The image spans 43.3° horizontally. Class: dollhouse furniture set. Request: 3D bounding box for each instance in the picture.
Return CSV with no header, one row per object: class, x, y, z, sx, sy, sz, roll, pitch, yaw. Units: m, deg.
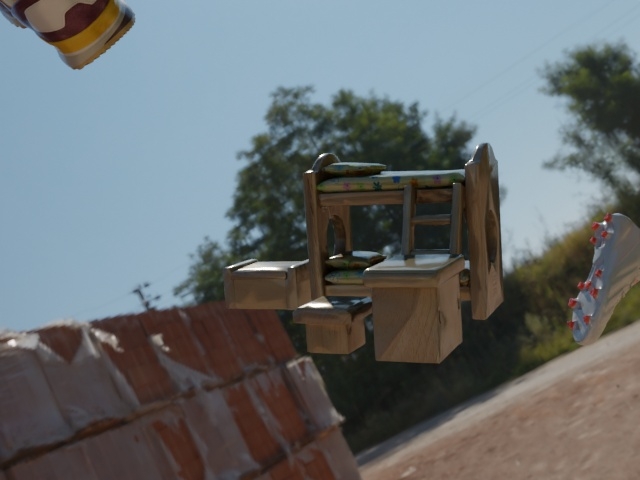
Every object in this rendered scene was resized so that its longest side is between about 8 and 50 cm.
dollhouse furniture set,0.000,0.000,0.472,0.182,0.101,0.161,-1,7,23

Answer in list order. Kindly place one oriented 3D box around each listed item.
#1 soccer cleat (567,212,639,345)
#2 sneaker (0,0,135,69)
soccer cleat,0.381,0.053,1.050,0.196,0.076,0.068,-67,9,-23
sneaker,-0.179,-0.173,0.494,0.069,0.185,0.084,-45,-45,-10
